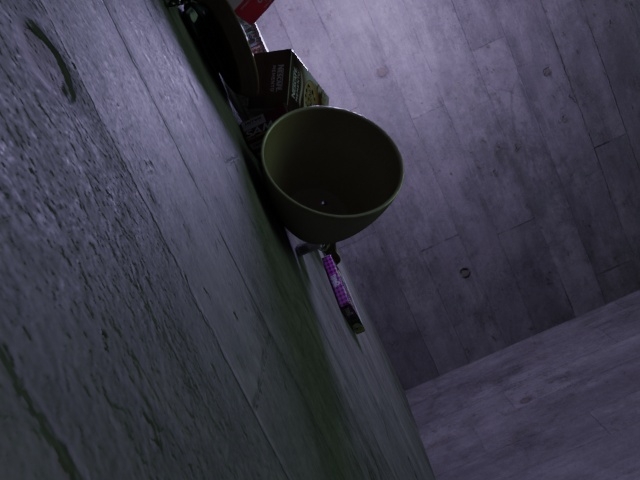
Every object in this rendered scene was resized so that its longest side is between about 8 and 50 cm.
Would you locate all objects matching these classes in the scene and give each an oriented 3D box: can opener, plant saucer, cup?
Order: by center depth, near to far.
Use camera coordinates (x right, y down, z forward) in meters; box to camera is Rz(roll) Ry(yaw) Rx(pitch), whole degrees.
[{"bbox_3d":[-0.274,-0.476,1.370,0.059,0.073,0.186,21,-29,33],"label":"can opener"},{"bbox_3d":[0.008,-0.124,1.396,0.237,0.331,0.331,109,-36,-55],"label":"cup"},{"bbox_3d":[-0.233,-0.478,1.426,0.278,0.041,0.278,56,-15,24],"label":"plant saucer"}]

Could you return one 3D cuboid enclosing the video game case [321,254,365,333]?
[{"bbox_3d":[0.084,0.197,2.098,0.210,0.041,0.232,61,5,-50],"label":"video game case"}]

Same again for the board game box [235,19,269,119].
[{"bbox_3d":[-0.206,-0.523,1.841,0.232,0.141,0.291,61,6,-51],"label":"board game box"}]

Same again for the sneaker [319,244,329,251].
[{"bbox_3d":[0.000,0.000,2.075,0.192,0.064,0.086,41,32,-80],"label":"sneaker"}]

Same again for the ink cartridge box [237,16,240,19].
[{"bbox_3d":[-0.287,-0.756,1.856,0.209,0.062,0.109,-6,-64,49],"label":"ink cartridge box"}]

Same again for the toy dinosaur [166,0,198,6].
[{"bbox_3d":[-0.288,-0.568,1.179,0.313,0.120,0.160,-96,175,-65],"label":"toy dinosaur"}]

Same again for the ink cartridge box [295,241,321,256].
[{"bbox_3d":[-0.029,0.013,1.518,0.115,0.062,0.029,-80,148,-84],"label":"ink cartridge box"}]

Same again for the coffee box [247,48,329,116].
[{"bbox_3d":[-0.082,-0.389,1.637,0.297,0.118,0.168,30,63,-66],"label":"coffee box"}]

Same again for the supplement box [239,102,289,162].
[{"bbox_3d":[-0.114,-0.260,1.552,0.239,0.130,0.073,52,14,-71],"label":"supplement box"}]

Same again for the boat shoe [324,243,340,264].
[{"bbox_3d":[0.033,0.022,2.382,0.060,0.064,0.178,-118,-173,-56],"label":"boat shoe"}]

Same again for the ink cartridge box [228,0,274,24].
[{"bbox_3d":[-0.265,-0.726,1.457,0.306,0.131,0.226,26,37,-46],"label":"ink cartridge box"}]
